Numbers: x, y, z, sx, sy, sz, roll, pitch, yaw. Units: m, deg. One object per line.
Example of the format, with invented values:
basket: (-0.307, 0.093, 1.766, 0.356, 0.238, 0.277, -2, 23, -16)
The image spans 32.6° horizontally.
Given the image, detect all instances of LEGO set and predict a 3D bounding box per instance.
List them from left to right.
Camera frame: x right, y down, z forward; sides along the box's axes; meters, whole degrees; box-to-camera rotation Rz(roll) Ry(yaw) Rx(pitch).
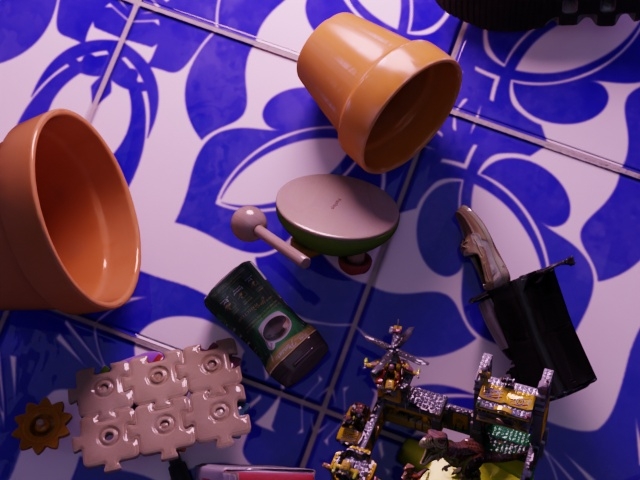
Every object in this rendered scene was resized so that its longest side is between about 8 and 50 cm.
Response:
LEGO set: (0.166, 0.256, 1.460, 0.331, 0.192, 0.255, 20, 51, 23)

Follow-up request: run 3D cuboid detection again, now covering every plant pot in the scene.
plant pot: (-0.413, -0.019, 1.551, 0.204, 0.291, 0.290, -16, 79, 14)
plant pot: (0.073, -0.235, 1.620, 0.205, 0.205, 0.188, -43, 66, -7)

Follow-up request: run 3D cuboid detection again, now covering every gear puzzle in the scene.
gear puzzle: (-0.270, 0.252, 1.565, 0.339, 0.044, 0.175, -12, 54, -4)

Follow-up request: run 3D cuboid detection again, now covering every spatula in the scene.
spatula: (-0.219, 0.303, 1.596, 0.084, 0.030, 0.296, -21, 80, -7)

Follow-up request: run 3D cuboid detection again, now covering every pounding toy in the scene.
pounding toy: (0.000, 0.000, 1.604, 0.237, 0.110, 0.183, -21, 43, -37)

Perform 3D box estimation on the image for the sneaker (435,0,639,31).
sneaker: (0.337, -0.411, 1.690, 0.331, 0.122, 0.146, 2, 61, 3)

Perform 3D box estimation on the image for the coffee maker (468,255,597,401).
coffee maker: (0.311, 0.137, 1.547, 0.120, 0.171, 0.178, -18, 81, -19)

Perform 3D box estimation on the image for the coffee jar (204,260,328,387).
coffee jar: (-0.078, 0.124, 1.603, 0.096, 0.079, 0.184, -41, 81, -14)

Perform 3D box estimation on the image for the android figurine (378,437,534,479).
android figurine: (0.204, 0.383, 1.505, 0.273, 0.056, 0.248, 26, 54, 25)

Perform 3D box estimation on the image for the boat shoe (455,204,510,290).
boat shoe: (0.234, 0.012, 1.633, 0.045, 0.050, 0.135, -27, 80, -9)

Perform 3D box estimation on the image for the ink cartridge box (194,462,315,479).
ink cartridge box: (-0.087, 0.454, 1.433, 0.130, 0.272, 0.309, 4, 80, -16)
